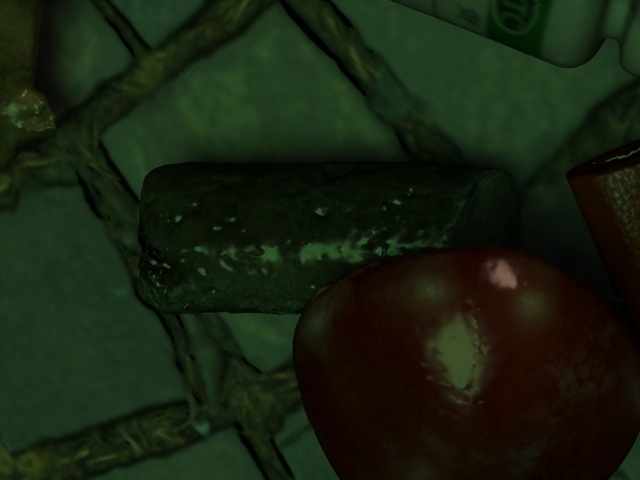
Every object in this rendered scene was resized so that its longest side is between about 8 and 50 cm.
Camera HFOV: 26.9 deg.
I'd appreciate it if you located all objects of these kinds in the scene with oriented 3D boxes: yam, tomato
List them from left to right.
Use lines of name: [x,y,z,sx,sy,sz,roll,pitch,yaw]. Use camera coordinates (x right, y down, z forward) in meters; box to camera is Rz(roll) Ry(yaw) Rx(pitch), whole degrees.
yam: [0.000,0.000,0.634,0.179,0.078,0.078,2,109,20]
tomato: [0.056,0.077,0.590,0.166,0.082,0.174,-2,147,23]

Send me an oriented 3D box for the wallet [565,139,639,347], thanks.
wallet: [0.209,0.039,0.583,0.142,0.045,0.204,-19,101,26]

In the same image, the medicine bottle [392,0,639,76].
medicine bottle: [0.098,-0.136,0.510,0.236,0.139,0.139,25,116,13]

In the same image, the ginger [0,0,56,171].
ginger: [-0.162,-0.177,0.634,0.147,0.081,0.334,6,113,2]
